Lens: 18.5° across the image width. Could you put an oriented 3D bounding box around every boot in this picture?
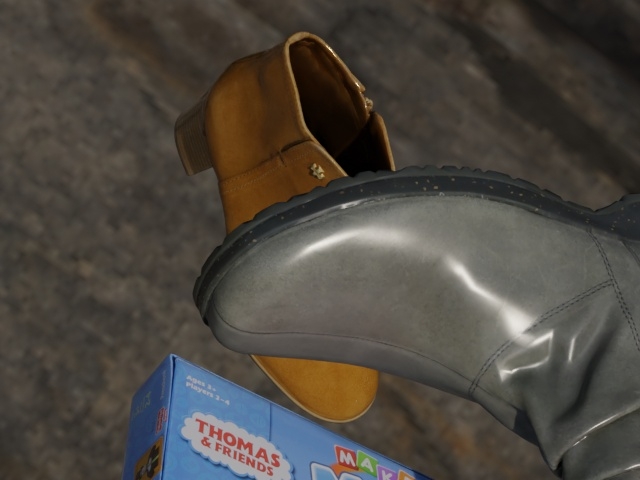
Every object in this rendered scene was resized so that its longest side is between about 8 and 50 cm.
[{"bbox_3d":[0.000,-0.001,1.469,0.104,0.211,0.295,-30,96,-29],"label":"boot"},{"bbox_3d":[0.085,0.060,0.724,0.246,0.083,0.161,0,53,-20],"label":"boot"}]

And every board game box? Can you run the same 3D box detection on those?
[{"bbox_3d":[-0.005,0.157,0.738,0.160,0.039,0.211,28,38,-20],"label":"board game box"}]
